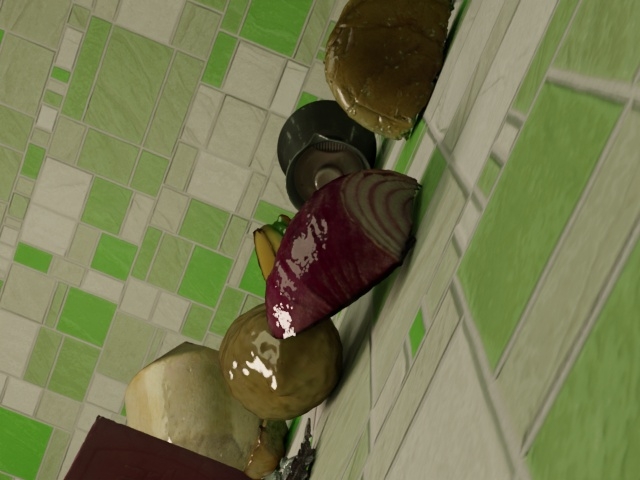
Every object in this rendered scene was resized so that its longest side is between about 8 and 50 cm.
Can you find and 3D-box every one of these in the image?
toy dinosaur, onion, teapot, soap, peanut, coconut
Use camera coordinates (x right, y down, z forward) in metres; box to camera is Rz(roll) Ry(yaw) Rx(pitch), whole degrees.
[{"bbox_3d":[-0.047,0.333,1.134,0.082,0.039,0.209,124,168,-70],"label":"toy dinosaur"},{"bbox_3d":[0.000,0.000,1.107,0.247,0.111,0.250,-34,20,24],"label":"onion"},{"bbox_3d":[0.020,-0.167,2.075,0.344,0.253,0.300,-88,-14,-69],"label":"teapot"},{"bbox_3d":[-0.315,0.510,1.639,0.233,0.359,0.128,-70,2,-47],"label":"soap"},{"bbox_3d":[-0.055,0.174,1.294,0.192,0.169,0.387,-39,3,-10],"label":"peanut"},{"bbox_3d":[-0.289,0.422,2.087,0.415,0.344,0.415,-30,55,56],"label":"coconut"}]

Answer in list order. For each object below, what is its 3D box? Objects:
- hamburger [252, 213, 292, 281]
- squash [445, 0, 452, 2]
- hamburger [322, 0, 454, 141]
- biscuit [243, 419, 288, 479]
[{"bbox_3d":[-0.053,0.049,2.023,0.237,0.149,0.237,161,90,-76],"label":"hamburger"},{"bbox_3d":[0.205,-0.456,1.818,0.123,0.123,0.186,133,155,-83],"label":"squash"},{"bbox_3d":[0.118,-0.345,1.577,0.132,0.211,0.309,103,-173,-75],"label":"hamburger"},{"bbox_3d":[-0.094,0.373,1.559,0.183,0.061,0.118,-70,1,-80],"label":"biscuit"}]
